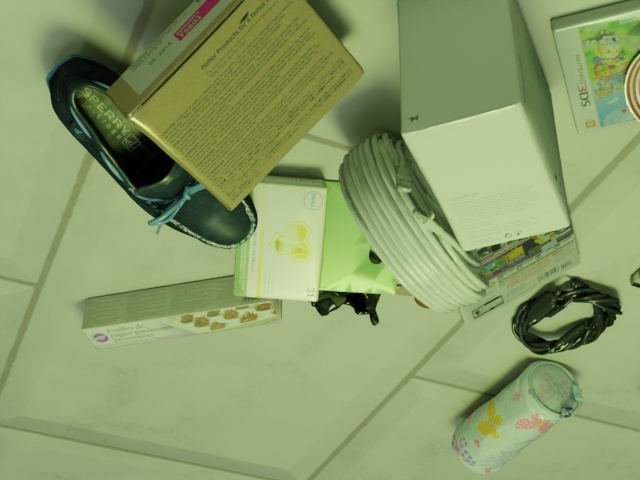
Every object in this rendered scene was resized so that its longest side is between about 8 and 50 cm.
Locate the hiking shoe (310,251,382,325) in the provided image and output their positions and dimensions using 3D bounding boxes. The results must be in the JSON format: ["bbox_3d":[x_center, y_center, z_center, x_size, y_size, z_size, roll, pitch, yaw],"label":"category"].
[{"bbox_3d":[0.000,0.049,1.623,0.227,0.114,0.086,20,138,-22],"label":"hiking shoe"}]

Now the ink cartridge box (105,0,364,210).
[{"bbox_3d":[-0.095,-0.183,1.261,0.234,0.088,0.193,-45,130,0],"label":"ink cartridge box"}]

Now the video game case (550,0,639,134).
[{"bbox_3d":[0.405,-0.220,1.341,0.212,0.023,0.193,-12,140,16],"label":"video game case"}]

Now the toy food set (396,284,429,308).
[{"bbox_3d":[0.196,0.056,1.661,0.128,0.071,0.218,11,141,-12],"label":"toy food set"}]

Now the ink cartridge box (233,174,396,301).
[{"bbox_3d":[0.000,0.000,1.543,0.235,0.056,0.171,5,106,-2],"label":"ink cartridge box"}]

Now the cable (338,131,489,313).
[{"bbox_3d":[0.123,-0.020,1.411,0.089,0.257,0.257,-34,120,12],"label":"cable"}]

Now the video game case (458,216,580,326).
[{"bbox_3d":[0.277,0.024,1.597,0.201,0.023,0.183,-29,138,-1],"label":"video game case"}]

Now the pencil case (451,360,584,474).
[{"bbox_3d":[0.351,0.321,1.967,0.124,0.113,0.273,0,147,-32],"label":"pencil case"}]

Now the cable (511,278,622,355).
[{"bbox_3d":[0.399,0.128,1.780,0.151,0.047,0.184,12,138,-22],"label":"cable"}]

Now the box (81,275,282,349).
[{"bbox_3d":[-0.220,0.112,1.751,0.324,0.067,0.063,-10,141,13],"label":"box"}]

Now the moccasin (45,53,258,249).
[{"bbox_3d":[-0.213,-0.089,1.389,0.342,0.117,0.137,37,95,-28],"label":"moccasin"}]

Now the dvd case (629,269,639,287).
[{"bbox_3d":[0.602,0.023,1.653,0.165,0.018,0.221,15,139,-19],"label":"dvd case"}]

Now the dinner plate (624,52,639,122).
[{"bbox_3d":[0.441,-0.185,1.322,0.141,0.017,0.141,13,128,17],"label":"dinner plate"}]

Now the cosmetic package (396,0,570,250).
[{"bbox_3d":[0.190,-0.151,1.273,0.138,0.224,0.224,-15,140,20],"label":"cosmetic package"}]
